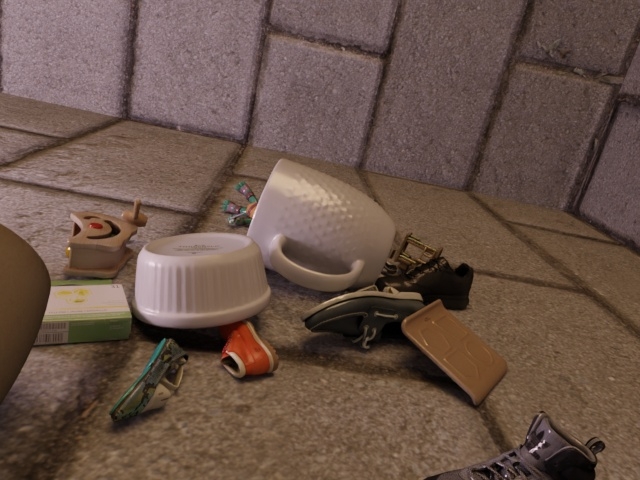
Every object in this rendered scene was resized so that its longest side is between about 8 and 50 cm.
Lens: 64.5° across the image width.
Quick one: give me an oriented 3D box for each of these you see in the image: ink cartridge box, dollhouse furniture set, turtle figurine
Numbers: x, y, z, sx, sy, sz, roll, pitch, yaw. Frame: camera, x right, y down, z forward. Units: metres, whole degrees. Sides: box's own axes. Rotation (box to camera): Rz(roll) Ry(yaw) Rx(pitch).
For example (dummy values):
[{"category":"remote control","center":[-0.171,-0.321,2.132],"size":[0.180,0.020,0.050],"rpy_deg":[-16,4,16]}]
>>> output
[{"category":"ink cartridge box","center":[-0.460,0.107,0.946],"size":[0.171,0.056,0.235],"rpy_deg":[1,24,-30]},{"category":"dollhouse furniture set","center":[0.245,0.023,1.470],"size":[0.182,0.101,0.161],"rpy_deg":[28,6,19]},{"category":"turtle figurine","center":[-0.212,-0.098,1.596],"size":[0.175,0.118,0.234],"rpy_deg":[-41,41,-15]}]

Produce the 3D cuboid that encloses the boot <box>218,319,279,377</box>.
[{"category":"boot","center":[-0.153,0.189,0.916],"size":[0.085,0.059,0.158],"rpy_deg":[-11,31,-40]}]

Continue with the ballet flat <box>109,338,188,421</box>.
[{"category":"ballet flat","center":[-0.249,0.216,0.775],"size":[0.070,0.070,0.188],"rpy_deg":[14,23,2]}]

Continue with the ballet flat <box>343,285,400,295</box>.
[{"category":"ballet flat","center":[0.149,0.139,1.204],"size":[0.213,0.068,0.072],"rpy_deg":[1,-13,-28]}]

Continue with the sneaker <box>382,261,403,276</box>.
[{"category":"sneaker","center":[0.199,0.085,1.472],"size":[0.044,0.040,0.109],"rpy_deg":[36,0,-31]}]

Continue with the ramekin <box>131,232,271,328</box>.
[{"category":"ramekin","center":[-0.234,0.066,1.001],"size":[0.273,0.127,0.273],"rpy_deg":[-1,13,0]}]

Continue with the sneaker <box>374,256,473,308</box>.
[{"category":"sneaker","center":[0.274,0.101,1.325],"size":[0.287,0.130,0.109],"rpy_deg":[2,24,-25]}]

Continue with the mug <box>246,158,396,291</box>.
[{"category":"mug","center":[0.000,0.000,1.239],"size":[0.328,0.276,0.374],"rpy_deg":[21,29,-1]}]

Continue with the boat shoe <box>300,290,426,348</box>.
[{"category":"boat shoe","center":[0.106,0.169,1.050],"size":[0.320,0.116,0.099],"rpy_deg":[2,61,-38]}]

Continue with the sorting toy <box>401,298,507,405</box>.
[{"category":"sorting toy","center":[0.276,0.225,1.048],"size":[0.208,0.038,0.193],"rpy_deg":[47,32,21]}]

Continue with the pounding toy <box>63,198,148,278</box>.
[{"category":"pounding toy","center":[-0.502,-0.034,1.155],"size":[0.154,0.154,0.269],"rpy_deg":[13,17,-8]}]

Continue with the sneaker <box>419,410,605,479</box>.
[{"category":"sneaker","center":[0.262,0.312,0.693],"size":[0.269,0.153,0.101],"rpy_deg":[7,20,-17]}]

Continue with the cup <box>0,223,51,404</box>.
[{"category":"cup","center":[-0.477,0.138,0.532],"size":[0.331,0.331,0.236],"rpy_deg":[3,48,-26]}]
